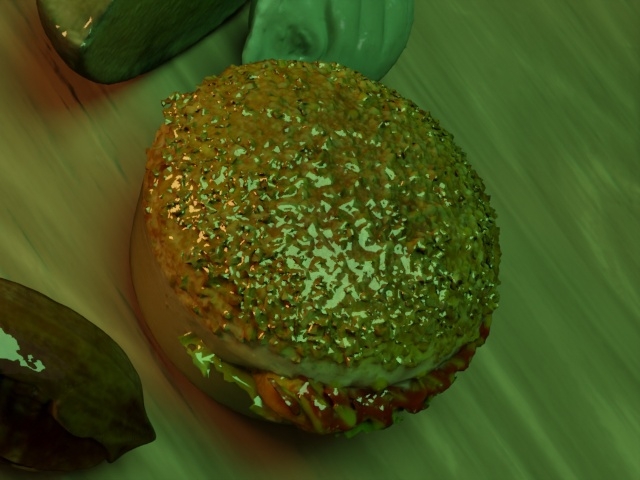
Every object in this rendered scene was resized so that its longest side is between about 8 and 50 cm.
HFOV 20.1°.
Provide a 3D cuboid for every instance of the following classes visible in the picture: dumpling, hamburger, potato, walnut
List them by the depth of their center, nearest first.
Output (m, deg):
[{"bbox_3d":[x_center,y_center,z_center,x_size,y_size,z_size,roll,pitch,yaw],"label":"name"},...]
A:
[{"bbox_3d":[-0.201,0.093,1.212,0.207,0.116,0.116,27,53,-21],"label":"walnut"},{"bbox_3d":[0.000,0.000,1.320,0.276,0.179,0.294,-20,74,-34],"label":"hamburger"},{"bbox_3d":[-0.136,-0.239,1.355,0.112,0.269,0.255,33,60,15],"label":"potato"},{"bbox_3d":[0.002,-0.193,1.466,0.219,0.108,0.153,-28,116,-49],"label":"dumpling"}]
